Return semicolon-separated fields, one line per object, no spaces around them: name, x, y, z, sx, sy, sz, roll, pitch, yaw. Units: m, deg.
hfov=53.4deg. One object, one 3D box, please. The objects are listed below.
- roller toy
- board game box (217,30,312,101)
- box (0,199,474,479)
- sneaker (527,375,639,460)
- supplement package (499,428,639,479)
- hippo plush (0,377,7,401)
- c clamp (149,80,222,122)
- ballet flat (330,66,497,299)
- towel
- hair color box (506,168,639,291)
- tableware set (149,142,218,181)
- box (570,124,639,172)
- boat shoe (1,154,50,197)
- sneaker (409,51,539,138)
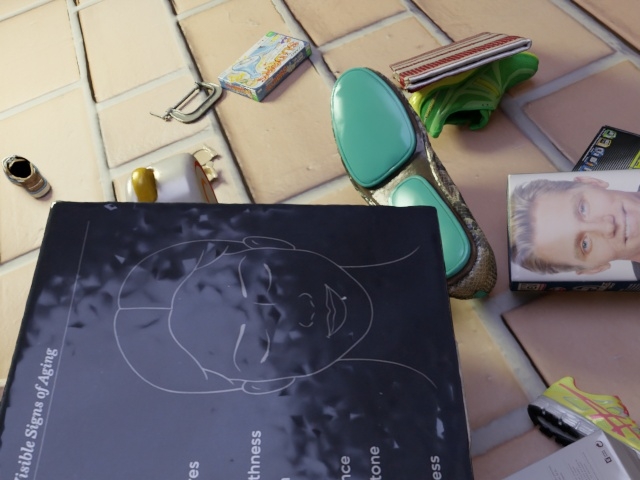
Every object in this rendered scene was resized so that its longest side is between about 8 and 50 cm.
roller toy;-0.275;-0.055;1.194;0.146;0.191;0.209;-21;10;1
board game box;-0.135;-0.430;1.559;0.136;0.035;0.201;26;63;32
box;-0.093;0.222;0.758;0.471;0.297;0.480;2;58;-4
sneaker;0.387;0.248;0.838;0.208;0.082;0.094;32;59;32
supplement package;0.287;0.351;0.693;0.203;0.149;0.194;-36;47;20
hippo plush;-0.618;0.257;1.076;0.294;0.234;0.236;-62;28;18
c clamp;-0.322;-0.341;1.551;0.137;0.022;0.161;31;66;34
ballet flat;0.159;-0.094;1.112;0.164;0.182;0.483;-37;57;19
towel;0.267;-0.362;1.279;0.237;0.037;0.329;-18;19;7
hair color box;0.465;-0.013;0.968;0.347;0.105;0.174;-2;77;15
tableware set;-0.298;-0.148;1.390;0.168;0.020;0.141;-25;50;-4
box;0.536;-0.102;1.097;0.184;0.045;0.191;26;64;33
boat shoe;-0.699;-0.167;1.490;0.183;0.066;0.066;28;64;32
sneaker;0.318;-0.289;1.290;0.295;0.109;0.124;-26;76;-10
